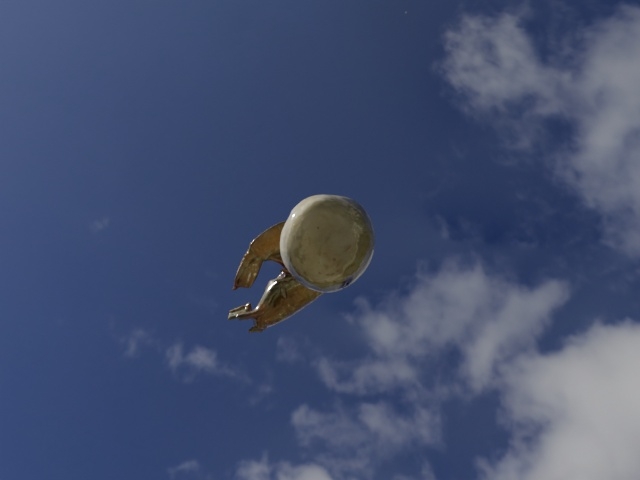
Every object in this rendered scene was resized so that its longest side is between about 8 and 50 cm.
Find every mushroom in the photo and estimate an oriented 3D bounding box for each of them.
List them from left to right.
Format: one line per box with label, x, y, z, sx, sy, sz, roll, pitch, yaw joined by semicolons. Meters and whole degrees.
mushroom;0.000;0.000;0.633;0.085;0.079;0.085;-6;-79;-33

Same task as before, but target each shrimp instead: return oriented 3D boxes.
shrimp;-0.050;0.039;0.961;0.187;0.051;0.132;-47;-61;3
